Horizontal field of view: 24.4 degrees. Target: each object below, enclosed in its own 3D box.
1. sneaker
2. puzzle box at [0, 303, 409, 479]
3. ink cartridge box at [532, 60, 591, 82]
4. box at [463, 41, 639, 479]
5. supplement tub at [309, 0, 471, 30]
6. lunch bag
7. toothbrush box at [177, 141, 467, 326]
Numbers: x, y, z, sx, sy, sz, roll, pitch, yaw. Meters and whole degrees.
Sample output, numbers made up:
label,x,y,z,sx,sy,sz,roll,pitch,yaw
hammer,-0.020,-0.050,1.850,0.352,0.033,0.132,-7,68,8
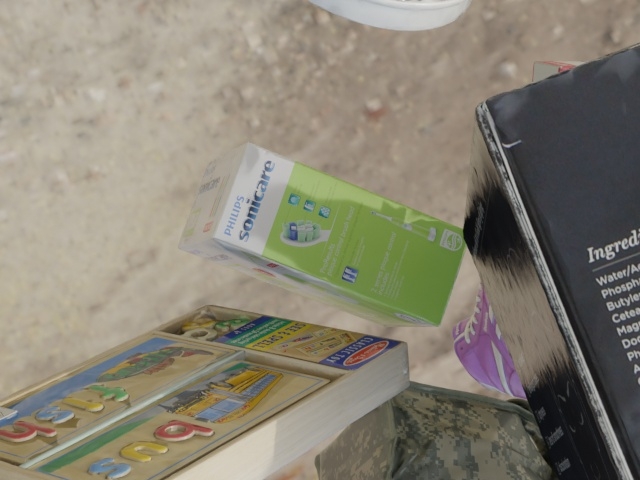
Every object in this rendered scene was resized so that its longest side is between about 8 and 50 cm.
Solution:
label,x,y,z,sx,sy,sz,roll,pitch,yaw
sneaker,0.232,0.095,2.038,0.161,0.282,0.102,3,-154,43
puzzle box,-0.137,0.162,1.402,0.272,0.052,0.409,9,-159,35
ink cartridge box,0.364,-0.189,2.034,0.150,0.109,0.063,-4,-167,-31
box,0.346,0.102,1.367,0.297,0.471,0.480,-21,167,-1
supplement tub,0.084,-0.351,1.152,0.235,0.235,0.325,-9,141,-31
lunch bag,0.166,0.295,1.779,0.287,0.169,0.235,12,146,-17
toothbrush box,0.000,0.000,1.725,0.283,0.122,0.206,23,171,-14
